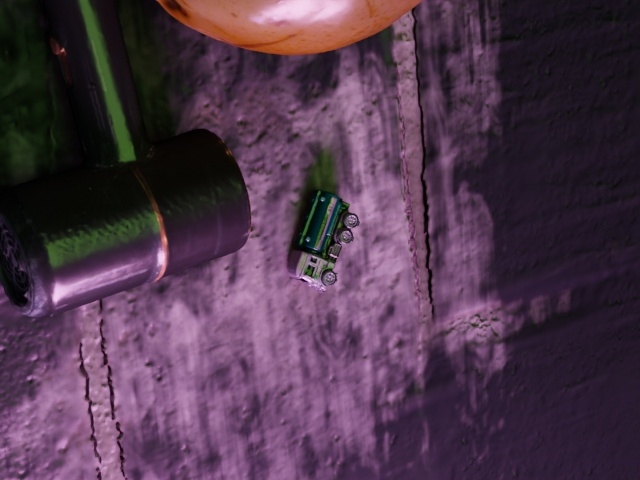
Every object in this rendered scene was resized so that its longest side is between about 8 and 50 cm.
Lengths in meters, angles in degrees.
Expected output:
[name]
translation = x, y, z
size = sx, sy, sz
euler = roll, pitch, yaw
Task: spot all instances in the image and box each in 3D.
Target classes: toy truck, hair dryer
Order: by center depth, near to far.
[hair dryer]
translation = -0.187, -0.130, 1.203
size = 0.189, 0.107, 0.352
euler = -21, 104, -28
[toy truck]
translation = 0.000, 0.000, 1.388
size = 0.044, 0.039, 0.083
euler = 22, 86, -20

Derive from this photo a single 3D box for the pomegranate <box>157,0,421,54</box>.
[pomegranate]
translation = -0.013, -0.292, 1.155
size = 0.319, 0.319, 0.319
euler = -9, 105, -34
